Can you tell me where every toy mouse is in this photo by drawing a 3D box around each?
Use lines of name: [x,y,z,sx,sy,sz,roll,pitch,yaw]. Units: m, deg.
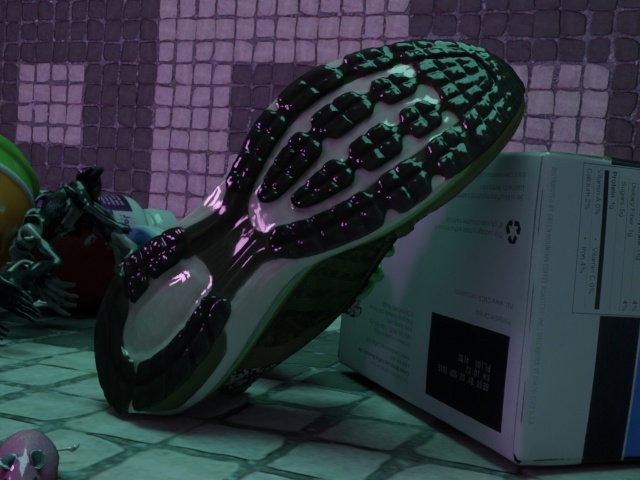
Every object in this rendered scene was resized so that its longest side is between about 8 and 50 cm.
toy mouse: [-0.204,0.130,0.475,0.161,0.031,0.143,2,3,-36]

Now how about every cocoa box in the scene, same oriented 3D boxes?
cocoa box: [0.189,0.042,0.770,0.227,0.232,0.347,4,3,-21]

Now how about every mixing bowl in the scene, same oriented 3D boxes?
mixing bowl: [-0.353,0.036,1.184,0.181,0.098,0.181,33,-18,12]

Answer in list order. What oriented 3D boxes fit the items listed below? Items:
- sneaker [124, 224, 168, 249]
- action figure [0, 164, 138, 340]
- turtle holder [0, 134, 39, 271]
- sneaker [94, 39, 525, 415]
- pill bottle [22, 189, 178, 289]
sneaker: [-0.156,0.051,1.273,0.208,0.127,0.319,-2,16,-45]
action figure: [-0.314,0.017,1.007,0.164,0.141,0.276,-36,14,32]
turtle holder: [-0.533,-0.026,1.066,0.320,0.243,0.228,3,48,-11]
sneaker: [0.000,0.000,0.692,0.410,0.158,0.182,-38,-31,17]
pill bottle: [-0.404,0.001,1.444,0.301,0.169,0.169,1,4,-38]
